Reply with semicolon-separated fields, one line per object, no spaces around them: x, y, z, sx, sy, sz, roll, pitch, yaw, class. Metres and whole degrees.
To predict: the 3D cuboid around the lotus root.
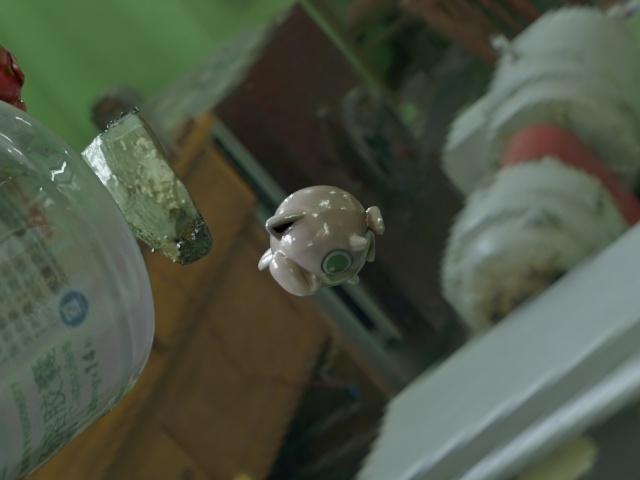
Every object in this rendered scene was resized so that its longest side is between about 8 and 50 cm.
-0.158;-0.041;1.793;0.070;0.144;0.143;-31;-12;-2;lotus root

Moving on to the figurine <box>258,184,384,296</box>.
0.000;0.000;2.217;0.138;0.125;0.125;-9;7;-14;figurine

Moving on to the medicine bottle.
-0.278;0.072;1.207;0.302;0.241;0.241;-39;9;-38;medicine bottle

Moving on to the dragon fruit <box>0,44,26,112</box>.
-0.339;-0.145;1.868;0.112;0.126;0.068;-46;-16;33;dragon fruit
